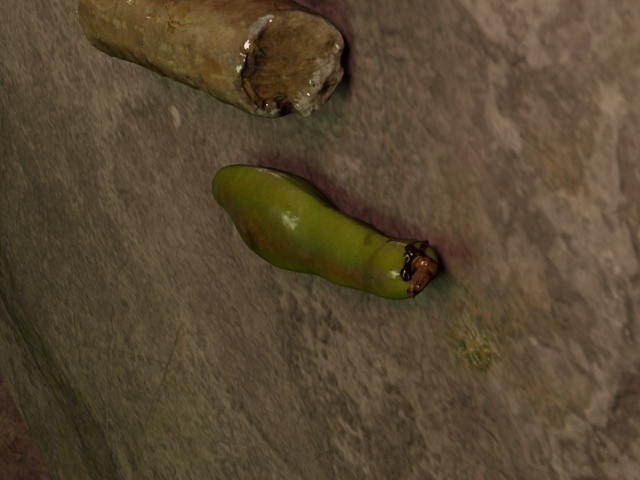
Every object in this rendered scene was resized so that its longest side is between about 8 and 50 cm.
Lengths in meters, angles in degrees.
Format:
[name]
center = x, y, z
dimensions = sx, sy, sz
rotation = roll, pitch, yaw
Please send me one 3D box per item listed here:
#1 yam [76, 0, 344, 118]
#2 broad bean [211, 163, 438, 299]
[yam]
center = -0.085, -0.155, 1.152
dimensions = 0.259, 0.093, 0.093
rotation = 28, 136, 51
[broad bean]
center = 0.007, -0.004, 1.155
dimensions = 0.075, 0.067, 0.325
rotation = 45, 165, -35
